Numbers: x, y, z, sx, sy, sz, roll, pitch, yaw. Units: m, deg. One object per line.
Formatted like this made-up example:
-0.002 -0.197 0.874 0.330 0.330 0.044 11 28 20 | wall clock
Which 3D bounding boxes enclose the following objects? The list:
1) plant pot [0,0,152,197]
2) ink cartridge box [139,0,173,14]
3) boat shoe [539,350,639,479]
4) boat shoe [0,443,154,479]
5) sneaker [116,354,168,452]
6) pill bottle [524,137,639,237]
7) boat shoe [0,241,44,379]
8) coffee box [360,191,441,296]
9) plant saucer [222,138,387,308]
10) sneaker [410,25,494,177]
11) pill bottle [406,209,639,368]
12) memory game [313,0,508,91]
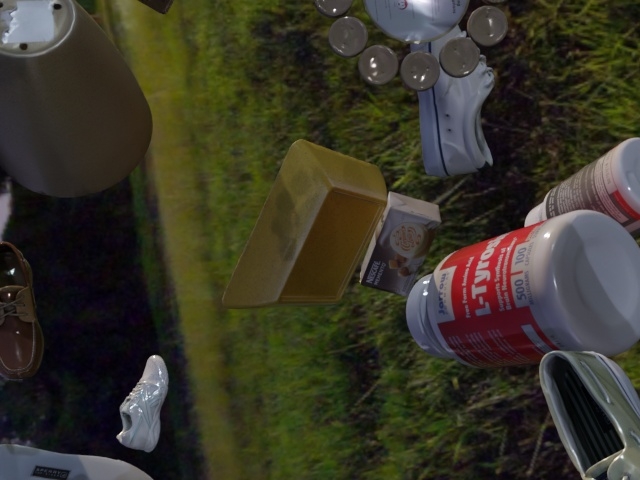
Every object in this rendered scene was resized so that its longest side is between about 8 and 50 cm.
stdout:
-0.390 -0.236 1.009 0.274 0.256 0.256 108 149 -67 | plant pot
-0.167 -0.420 0.844 0.235 0.088 0.193 -19 47 65 | ink cartridge box
0.307 0.244 0.701 0.109 0.094 0.302 -53 36 31 | boat shoe
-0.397 0.413 1.094 0.113 0.306 0.105 -84 5 -54 | boat shoe
-0.282 0.255 1.098 0.054 0.061 0.152 -25 53 50 | sneaker
0.530 -0.062 1.319 0.283 0.161 0.161 136 125 -59 | pill bottle
-0.677 0.146 1.495 0.116 0.123 0.324 110 142 -53 | boat shoe
0.206 0.012 1.817 0.098 0.141 0.246 -83 11 -59 | coffee box
0.000 0.000 1.314 0.081 0.333 0.332 30 102 29 | plant saucer
0.165 -0.203 0.839 0.094 0.091 0.258 -56 -40 -58 | sneaker
0.334 0.104 1.203 0.408 0.229 0.229 -27 72 59 | pill bottle
0.085 -0.228 0.627 0.012 0.186 0.186 -73 -24 -88 | memory game
